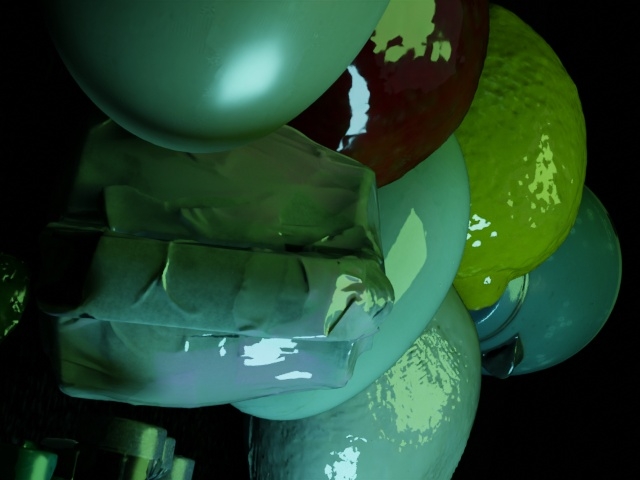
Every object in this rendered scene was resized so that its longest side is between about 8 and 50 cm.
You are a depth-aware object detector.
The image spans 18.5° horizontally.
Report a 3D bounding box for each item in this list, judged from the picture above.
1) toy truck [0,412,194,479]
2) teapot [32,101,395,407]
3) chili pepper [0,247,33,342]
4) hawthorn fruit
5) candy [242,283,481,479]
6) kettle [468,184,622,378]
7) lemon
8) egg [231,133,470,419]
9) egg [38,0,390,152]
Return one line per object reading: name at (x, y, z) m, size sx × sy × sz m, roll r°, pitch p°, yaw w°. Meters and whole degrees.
toy truck at (-0.127, 0.133, 0.877) m, size 0.253 × 0.124 × 0.114 m, roll 89°, pitch 12°, yaw -82°
teapot at (-0.048, -0.001, 0.999) m, size 0.221 × 0.178 × 0.163 m, roll 91°, pitch 6°, yaw -69°
chili pepper at (-0.164, 0.001, 0.766) m, size 0.279 × 0.065 × 0.122 m, roll 82°, pitch 6°, yaw -62°
hawthorn fruit at (0.008, -0.131, 1.139) m, size 0.250 × 0.215 × 0.215 m, roll 60°, pitch 34°, yaw -37°
candy at (0.036, 0.125, 1.578) m, size 0.295 × 0.185 × 0.295 m, roll 4°, pitch 90°, yaw -83°
kettle at (0.169, -0.001, 2.161) m, size 0.319 × 0.247 × 0.342 m, roll 67°, pitch 17°, yaw 7°
lemon at (0.120, -0.079, 1.716) m, size 0.233 × 0.233 × 0.288 m, roll 59°, pitch 25°, yaw -73°
egg at (0.000, 0.000, 1.294) m, size 0.183 × 0.183 × 0.264 m, roll 84°, pitch 25°, yaw -52°
egg at (-0.047, -0.161, 0.921) m, size 0.186 × 0.186 × 0.242 m, roll -9°, pitch 112°, yaw -79°
